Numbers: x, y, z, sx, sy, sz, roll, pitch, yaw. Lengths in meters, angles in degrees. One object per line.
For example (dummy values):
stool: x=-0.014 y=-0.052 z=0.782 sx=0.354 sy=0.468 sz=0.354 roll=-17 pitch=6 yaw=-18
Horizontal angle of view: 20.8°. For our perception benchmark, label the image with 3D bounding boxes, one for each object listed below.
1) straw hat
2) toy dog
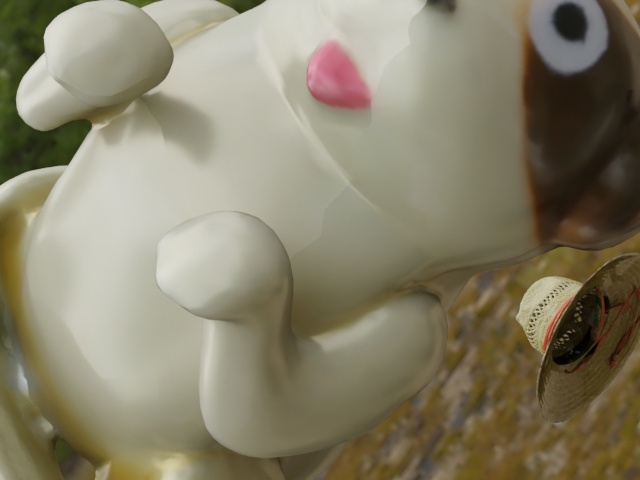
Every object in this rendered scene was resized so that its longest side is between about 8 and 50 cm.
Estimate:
straw hat: x=0.176 y=0.057 z=1.253 sx=0.144 sy=0.061 sz=0.144 roll=-34 pitch=-40 yaw=-35
toy dog: x=0.000 y=0.000 z=0.928 sx=0.408 sy=0.395 sz=0.285 roll=-44 pitch=55 yaw=25
